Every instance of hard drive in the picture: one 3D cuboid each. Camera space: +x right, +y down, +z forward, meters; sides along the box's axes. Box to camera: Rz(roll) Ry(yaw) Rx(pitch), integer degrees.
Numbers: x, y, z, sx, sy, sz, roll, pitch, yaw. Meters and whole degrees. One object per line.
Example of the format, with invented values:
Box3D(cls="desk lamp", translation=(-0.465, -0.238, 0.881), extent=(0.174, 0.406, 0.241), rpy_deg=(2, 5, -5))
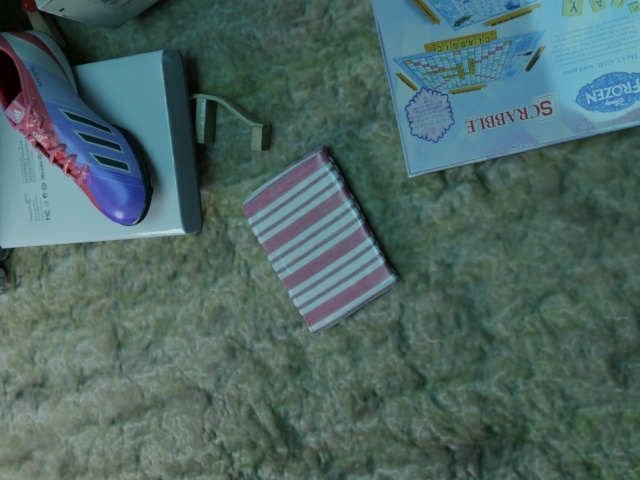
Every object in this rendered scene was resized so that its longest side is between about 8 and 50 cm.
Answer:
Box3D(cls="hard drive", translation=(-0.312, -0.115, 1.881), extent=(0.353, 0.047, 0.233), rpy_deg=(-4, 95, 38))

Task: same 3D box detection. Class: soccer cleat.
Box3D(cls="soccer cleat", translation=(-0.331, -0.139, 1.788), extent=(0.318, 0.116, 0.108), rpy_deg=(53, 123, 18))

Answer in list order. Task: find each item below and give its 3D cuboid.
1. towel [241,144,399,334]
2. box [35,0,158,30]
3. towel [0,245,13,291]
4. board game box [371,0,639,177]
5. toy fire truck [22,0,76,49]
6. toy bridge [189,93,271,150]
Box3D(cls="towel", translation=(0.000, 0.000, 1.743), extent=(0.144, 0.029, 0.197), rpy_deg=(-33, 82, 30))
Box3D(cls="box", translation=(-0.292, -0.400, 1.762), extent=(0.127, 0.148, 0.232), rpy_deg=(-28, 73, 27))
Box3D(cls="towel", translation=(-0.613, 0.002, 1.992), extent=(0.284, 0.235, 0.121), rpy_deg=(15, 102, 28))
Box3D(cls="board game box", translation=(0.212, -0.255, 1.551), extent=(0.319, 0.066, 0.318), rpy_deg=(-11, 91, 32))
Box3D(cls="toy fire truck", translation=(-0.373, -0.300, 1.908), extent=(0.192, 0.047, 0.135), rpy_deg=(12, 104, 28))
Box3D(cls="toy bridge", translation=(-0.147, -0.156, 1.806), extent=(0.188, 0.026, 0.063), rpy_deg=(10, 102, 30))
